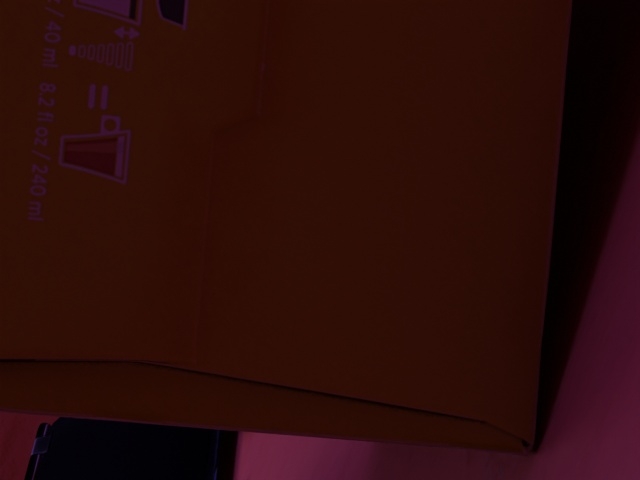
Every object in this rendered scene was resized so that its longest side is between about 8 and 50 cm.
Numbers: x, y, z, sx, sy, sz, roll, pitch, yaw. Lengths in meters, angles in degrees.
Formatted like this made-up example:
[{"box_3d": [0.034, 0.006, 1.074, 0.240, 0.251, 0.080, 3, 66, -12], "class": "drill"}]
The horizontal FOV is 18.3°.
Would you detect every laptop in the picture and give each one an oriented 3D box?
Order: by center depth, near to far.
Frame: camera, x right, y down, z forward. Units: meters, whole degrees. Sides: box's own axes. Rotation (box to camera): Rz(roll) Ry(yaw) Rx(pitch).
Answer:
[{"box_3d": [-0.160, 0.303, 1.799, 0.382, 0.236, 0.407, -86, -13, -62], "class": "laptop"}]

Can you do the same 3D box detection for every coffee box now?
[{"box_3d": [-0.086, -0.086, 0.932, 0.334, 0.338, 0.337, 166, 109, -81], "class": "coffee box"}]
